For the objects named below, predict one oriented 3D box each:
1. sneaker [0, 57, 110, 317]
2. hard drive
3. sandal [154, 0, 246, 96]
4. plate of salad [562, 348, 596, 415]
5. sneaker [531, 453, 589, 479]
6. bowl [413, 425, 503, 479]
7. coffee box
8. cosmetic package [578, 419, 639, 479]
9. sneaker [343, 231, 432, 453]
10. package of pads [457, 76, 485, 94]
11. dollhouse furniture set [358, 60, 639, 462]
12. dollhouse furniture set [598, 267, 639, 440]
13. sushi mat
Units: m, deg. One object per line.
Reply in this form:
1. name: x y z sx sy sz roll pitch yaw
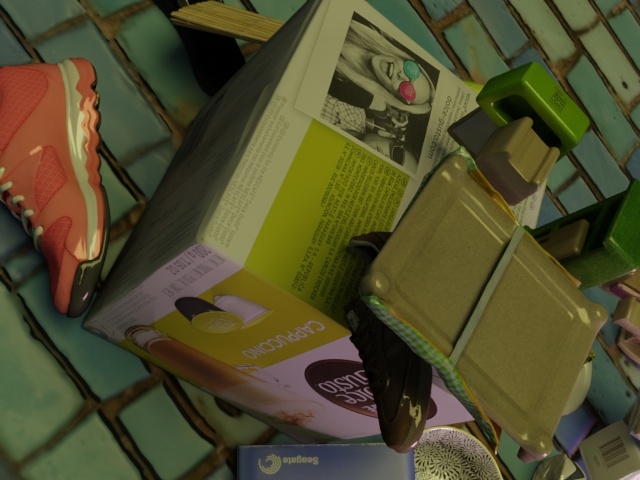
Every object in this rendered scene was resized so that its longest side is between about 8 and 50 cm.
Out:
1. sneaker: -0.312 -0.060 0.878 0.136 0.116 0.313 -2 67 -23
2. hard drive: 0.010 0.396 0.901 0.210 0.040 0.318 1 71 -7
3. sandal: -0.166 -0.319 1.079 0.097 0.054 0.254 -30 91 -36
4. plate of salad: 0.364 0.175 1.247 0.200 0.048 0.199 11 68 -30
5. sneaker: 0.351 0.438 1.115 0.153 0.094 0.235 39 46 -5
6. bowl: 0.145 0.330 1.024 0.170 0.080 0.170 7 69 -19
7. coffee box: 0.000 0.000 0.896 0.334 0.338 0.338 34 58 -20
8. cosmetic package: 0.496 0.393 1.191 0.231 0.085 0.117 49 18 -16
9. sneaker: 0.051 0.081 0.667 0.071 0.066 0.188 10 63 -12
10. package of pads: 0.155 -0.190 1.130 0.297 0.229 0.101 2 108 -32
11. dollhouse furniture set: 0.133 0.022 0.675 0.197 0.151 0.301 45 55 -10
12. dollhouse furniture set: 0.510 0.235 1.231 0.286 0.198 0.303 30 62 -4
13. sushi mat: -0.016 -0.245 0.978 0.317 0.019 0.151 17 27 10
